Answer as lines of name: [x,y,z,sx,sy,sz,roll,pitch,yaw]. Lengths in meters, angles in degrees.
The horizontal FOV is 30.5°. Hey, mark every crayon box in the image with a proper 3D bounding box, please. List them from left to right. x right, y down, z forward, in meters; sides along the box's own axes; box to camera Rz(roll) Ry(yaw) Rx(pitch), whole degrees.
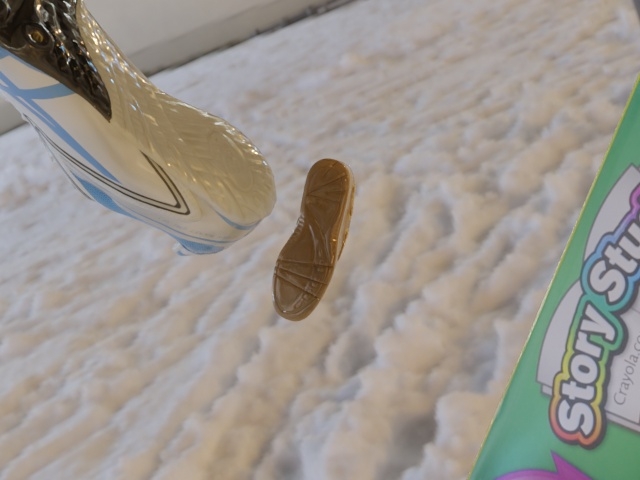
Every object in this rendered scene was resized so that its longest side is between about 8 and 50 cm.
crayon box: [0.255,0.020,0.656,0.313,0.363,0.106,-5,31,-46]

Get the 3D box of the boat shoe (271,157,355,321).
boat shoe: [0.000,0.000,1.187,0.063,0.170,0.059,23,11,16]

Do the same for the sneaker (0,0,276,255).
sneaker: [-0.128,-0.070,0.618,0.086,0.237,0.085,-34,28,31]
